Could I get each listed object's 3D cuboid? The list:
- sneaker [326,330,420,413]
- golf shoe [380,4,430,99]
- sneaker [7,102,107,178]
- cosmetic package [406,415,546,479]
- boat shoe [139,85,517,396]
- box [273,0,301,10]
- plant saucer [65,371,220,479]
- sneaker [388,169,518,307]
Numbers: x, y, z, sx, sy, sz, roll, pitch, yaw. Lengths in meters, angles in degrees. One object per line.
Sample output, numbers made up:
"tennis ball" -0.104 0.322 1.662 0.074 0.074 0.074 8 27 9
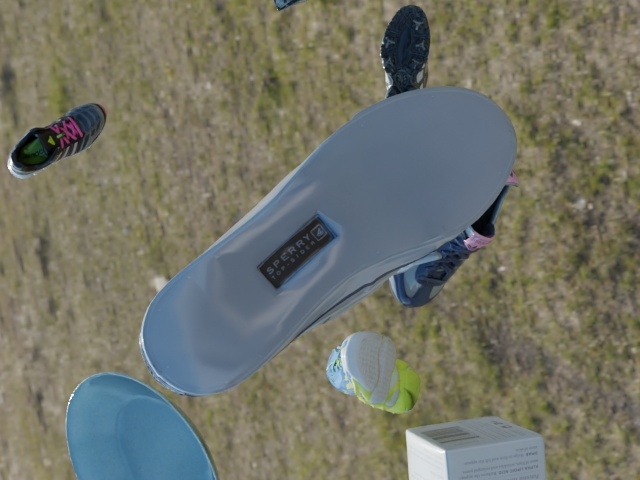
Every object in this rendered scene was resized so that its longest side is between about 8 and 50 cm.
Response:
"sneaker" 0.048 0.180 1.376 0.240 0.126 0.091 50 -126 -56
"golf shoe" 0.133 -0.279 1.559 0.094 0.077 0.198 -72 -12 -57
"sneaker" -0.395 -0.150 1.493 0.063 0.170 0.075 58 174 -5
"cosmetic package" 0.222 0.362 1.422 0.151 0.151 0.184 -174 79 -73
"boat shoe" 0.004 0.008 0.854 0.136 0.367 0.156 50 164 0
"box" -0.002 -0.372 1.444 0.094 0.137 0.027 -21 101 29
"plant saucer" -0.152 0.203 0.906 0.195 0.037 0.195 15 116 33
"sneaker" 0.203 -0.005 1.550 0.131 0.112 0.319 55 134 48
